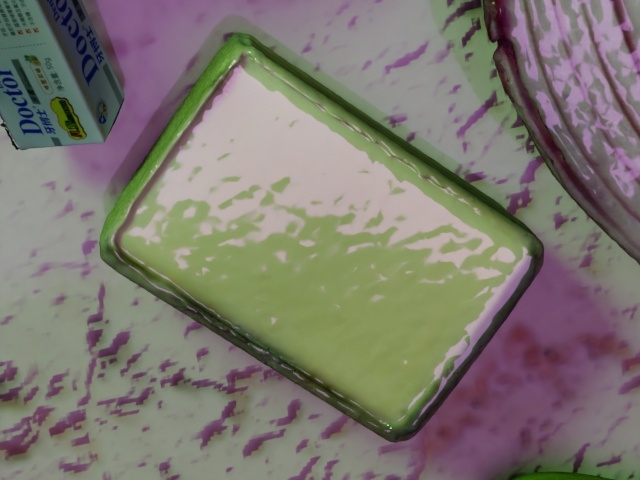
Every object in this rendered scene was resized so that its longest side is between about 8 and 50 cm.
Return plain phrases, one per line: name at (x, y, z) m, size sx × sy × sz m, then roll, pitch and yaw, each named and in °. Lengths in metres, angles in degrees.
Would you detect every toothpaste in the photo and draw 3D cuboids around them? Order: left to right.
toothpaste at (-0.133, -0.107, 0.741) m, size 0.046 × 0.034 × 0.164 m, roll -3°, pitch 135°, yaw 19°

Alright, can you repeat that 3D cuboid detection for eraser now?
eraser at (0.000, 0.000, 0.812) m, size 0.172 × 0.058 × 0.117 m, roll 33°, pitch 100°, yaw -13°

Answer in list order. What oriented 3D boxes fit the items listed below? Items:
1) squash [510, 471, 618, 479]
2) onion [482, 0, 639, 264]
squash at (0.172, 0.153, 0.869) m, size 0.201 × 0.066 × 0.066 m, roll 10°, pitch 104°, yaw -11°
onion at (0.167, -0.122, 0.763) m, size 0.227 × 0.120 × 0.283 m, roll -43°, pitch 108°, yaw 8°
